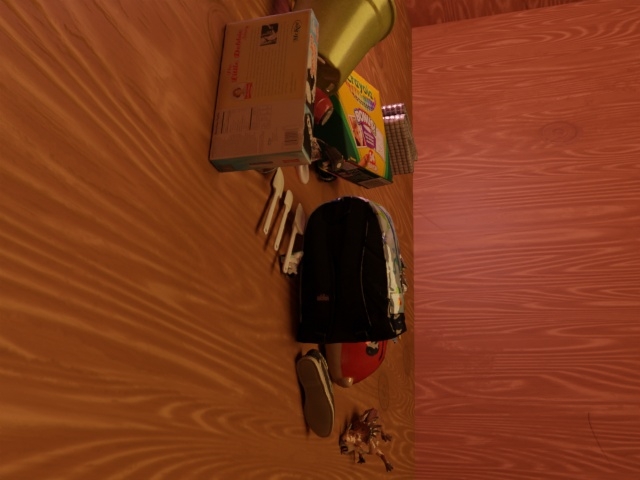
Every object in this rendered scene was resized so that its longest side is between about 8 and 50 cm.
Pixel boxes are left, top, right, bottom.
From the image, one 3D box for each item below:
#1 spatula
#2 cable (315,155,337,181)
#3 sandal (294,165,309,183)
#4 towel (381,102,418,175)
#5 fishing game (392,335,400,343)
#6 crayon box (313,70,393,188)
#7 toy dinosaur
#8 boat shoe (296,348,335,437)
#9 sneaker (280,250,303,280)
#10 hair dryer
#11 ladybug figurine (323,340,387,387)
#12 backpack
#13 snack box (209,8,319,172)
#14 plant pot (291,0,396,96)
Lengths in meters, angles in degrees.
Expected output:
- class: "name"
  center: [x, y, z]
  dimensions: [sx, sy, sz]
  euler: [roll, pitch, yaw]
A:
- class: "spatula"
  center: [-0.083, -0.047, 1.511]
  dimensions: [0.242, 0.019, 0.168]
  euler: [-81, 154, -50]
- class: "cable"
  center: [0.022, -0.251, 1.928]
  dimensions: [0.184, 0.047, 0.150]
  euler: [-22, 102, -68]
- class: "sandal"
  center: [-0.078, -0.237, 1.504]
  dimensions: [0.102, 0.076, 0.265]
  euler: [71, 10, -49]
- class: "towel"
  center: [0.208, -0.346, 2.232]
  dimensions: [0.284, 0.235, 0.121]
  euler: [63, 25, -53]
- class: "fishing game"
  center: [0.227, 0.220, 1.943]
  dimensions: [0.264, 0.041, 0.189]
  euler: [56, 31, -62]
- class: "crayon box"
  center: [0.093, -0.342, 1.921]
  dimensions: [0.363, 0.106, 0.313]
  euler: [12, 69, -64]
- class: "toy dinosaur"
  center: [0.155, 0.606, 2.053]
  dimensions: [0.296, 0.127, 0.200]
  euler: [-66, 142, -68]
- class: "boat shoe"
  center: [-0.002, 0.388, 1.626]
  dimensions: [0.068, 0.081, 0.228]
  euler: [-42, 124, -64]
- class: "sneaker"
  center: [-0.068, 0.063, 1.562]
  dimensions: [0.098, 0.038, 0.069]
  euler: [-18, 106, -63]
- class: "hair dryer"
  center: [-0.071, -0.281, 1.414]
  dimensions: [0.080, 0.223, 0.293]
  euler: [-55, -135, 51]
- class: "ladybug figurine"
  center: [0.115, 0.226, 1.916]
  dimensions: [0.305, 0.162, 0.449]
  euler: [62, 29, -54]
- class: "backpack"
  center: [0.080, 0.063, 1.620]
  dimensions: [0.273, 0.290, 0.355]
  euler: [-14, 93, -61]
- class: "snack box"
  center: [-0.105, -0.294, 1.247]
  dimensions: [0.060, 0.187, 0.322]
  euler: [51, 39, -63]
- class: "plant pot"
  center: [0.017, -0.511, 1.599]
  dimensions: [0.254, 0.276, 0.276]
  euler: [-64, 151, -24]
